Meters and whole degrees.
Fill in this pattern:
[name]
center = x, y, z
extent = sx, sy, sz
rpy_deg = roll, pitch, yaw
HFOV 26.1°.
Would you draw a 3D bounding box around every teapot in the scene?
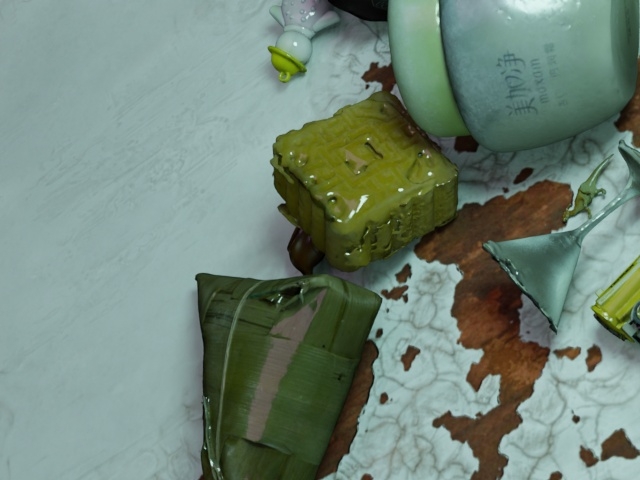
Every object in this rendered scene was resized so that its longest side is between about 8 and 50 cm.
[teapot]
center = 0.000, 0.000, 2.054
extent = 0.129, 0.078, 0.098
rpy_deg = -65, 7, -12

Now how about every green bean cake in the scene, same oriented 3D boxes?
[green bean cake]
center = 0.061, -0.087, 1.965
extent = 0.224, 0.131, 0.229
rpy_deg = -27, 54, -17

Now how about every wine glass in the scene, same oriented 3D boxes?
[wine glass]
center = 0.341, -0.013, 1.782
extent = 0.232, 0.156, 0.156
rpy_deg = -41, 50, 5

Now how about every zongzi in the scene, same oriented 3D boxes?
[zongzi]
center = -0.124, 0.250, 1.953
extent = 0.418, 0.181, 0.447
rpy_deg = 6, 72, 52

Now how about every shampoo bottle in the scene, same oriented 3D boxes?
[shampoo bottle]
center = 0.269, -0.283, 1.858
extent = 0.317, 0.322, 0.322
rpy_deg = -7, 62, 20

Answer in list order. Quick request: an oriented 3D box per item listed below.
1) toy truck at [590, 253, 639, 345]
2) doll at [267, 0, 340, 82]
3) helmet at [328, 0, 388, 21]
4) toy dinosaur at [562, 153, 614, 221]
[toy truck]
center = 0.444, 0.038, 1.711
extent = 0.227, 0.098, 0.114
rpy_deg = -47, 43, 6
[doll]
center = -0.031, -0.353, 2.258
extent = 0.129, 0.081, 0.207
rpy_deg = 11, 75, 25
[helmet]
center = 0.074, -0.441, 2.155
extent = 0.177, 0.225, 0.305
rpy_deg = -50, 40, 40
[toy dinosaur]
center = 0.367, -0.068, 1.865
extent = 0.113, 0.026, 0.041
rpy_deg = -54, 31, 9
